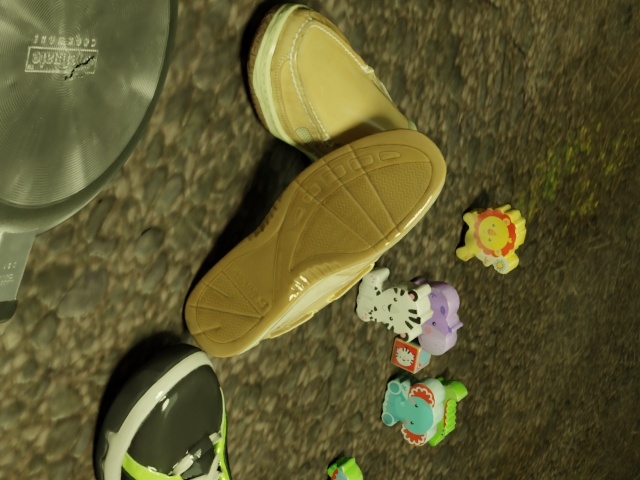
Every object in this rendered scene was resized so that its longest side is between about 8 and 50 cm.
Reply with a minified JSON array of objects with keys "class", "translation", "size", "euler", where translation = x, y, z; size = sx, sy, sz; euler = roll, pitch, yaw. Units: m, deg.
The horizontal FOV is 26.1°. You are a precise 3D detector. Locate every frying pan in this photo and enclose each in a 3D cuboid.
[{"class":"frying pan","translation":[-0.144,-0.023,0.539],"size":[0.326,0.053,0.197],"euler":[-67,153,-8]}]

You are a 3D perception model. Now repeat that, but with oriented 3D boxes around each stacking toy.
[{"class":"stacking toy","translation":[0.080,0.093,1.029],"size":[0.167,0.052,0.221],"euler":[-28,134,-52]}]

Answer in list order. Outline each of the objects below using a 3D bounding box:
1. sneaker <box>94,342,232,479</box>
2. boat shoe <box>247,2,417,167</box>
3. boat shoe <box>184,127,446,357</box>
[{"class":"sneaker","translation":[-0.061,0.161,0.771],"size":[0.084,0.097,0.235],"euler":[-39,142,-43]},{"class":"boat shoe","translation":[0.021,-0.068,0.773],"size":[0.068,0.072,0.190],"euler":[-62,153,-11]},{"class":"boat shoe","translation":[0.000,0.000,0.759],"size":[0.170,0.063,0.059],"euler":[-37,170,14]}]
